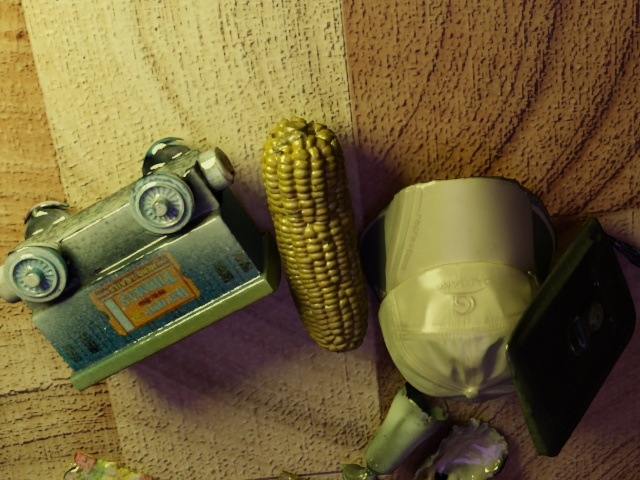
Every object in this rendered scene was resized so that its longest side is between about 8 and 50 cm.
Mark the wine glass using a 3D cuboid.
[{"bbox_3d":[0.090,0.249,1.403,0.072,0.072,0.155,28,113,-14],"label":"wine glass"}]

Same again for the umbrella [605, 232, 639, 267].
[{"bbox_3d":[0.430,0.062,1.341,0.269,0.044,0.044,29,150,-7],"label":"umbrella"}]

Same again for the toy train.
[{"bbox_3d":[-0.202,0.026,1.251,0.299,0.131,0.202,-27,115,14],"label":"toy train"}]

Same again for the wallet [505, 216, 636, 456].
[{"bbox_3d":[0.279,0.105,1.251,0.052,0.245,0.169,2,126,39],"label":"wallet"}]

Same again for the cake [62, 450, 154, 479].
[{"bbox_3d":[-0.312,0.376,1.474,0.109,0.090,0.225,27,94,-11],"label":"cake"}]

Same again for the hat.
[{"bbox_3d":[0.165,0.055,1.264,0.232,0.161,0.275,-5,113,-3],"label":"hat"}]

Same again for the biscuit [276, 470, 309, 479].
[{"bbox_3d":[-0.085,0.477,1.518,0.094,0.054,0.379,21,114,-12],"label":"biscuit"}]

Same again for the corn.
[{"bbox_3d":[0.000,0.000,1.261,0.101,0.101,0.292,-12,118,5],"label":"corn"}]

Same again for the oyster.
[{"bbox_3d":[0.177,0.287,1.435,0.121,0.045,0.146,5,109,0],"label":"oyster"}]
